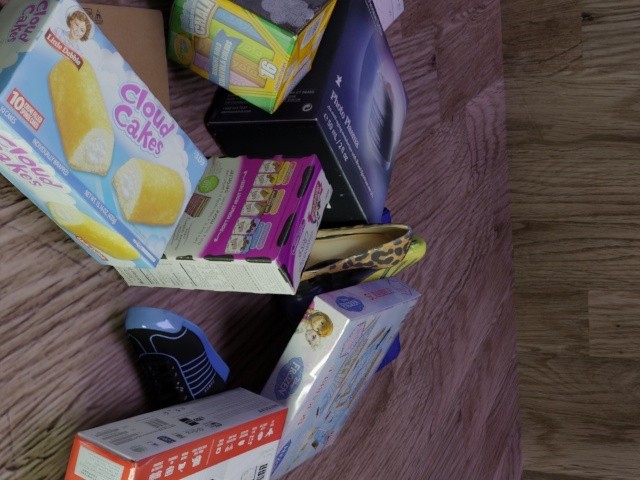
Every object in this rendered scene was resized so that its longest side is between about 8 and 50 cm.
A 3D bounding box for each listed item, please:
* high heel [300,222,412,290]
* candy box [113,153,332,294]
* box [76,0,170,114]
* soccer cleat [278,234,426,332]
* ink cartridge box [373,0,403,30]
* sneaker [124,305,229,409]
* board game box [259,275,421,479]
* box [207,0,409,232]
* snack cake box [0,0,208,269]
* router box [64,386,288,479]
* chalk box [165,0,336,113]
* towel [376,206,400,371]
[{"bbox_3d":[0.000,0.000,1.309,0.261,0.186,0.093,13,55,-34],"label":"high heel"},{"bbox_3d":[-0.120,-0.022,1.056,0.071,0.233,0.159,64,37,-46],"label":"candy box"},{"bbox_3d":[-0.241,-0.189,1.034,0.201,0.021,0.165,-24,113,-64],"label":"box"},{"bbox_3d":[0.056,0.068,1.510,0.289,0.093,0.121,-23,119,-26],"label":"soccer cleat"},{"bbox_3d":[0.099,-0.531,1.737,0.189,0.066,0.232,-54,143,-51],"label":"ink cartridge box"},{"bbox_3d":[-0.180,0.166,1.120,0.232,0.081,0.091,57,36,-52],"label":"sneaker"},{"bbox_3d":[0.007,0.214,1.379,0.319,0.066,0.318,-61,161,14],"label":"board game box"},{"bbox_3d":[0.000,-0.202,1.381,0.296,0.182,0.294,59,38,-51],"label":"box"},{"bbox_3d":[-0.241,-0.105,0.915,0.264,0.089,0.152,53,52,-46],"label":"snack cake box"},{"bbox_3d":[-0.181,0.347,1.041,0.335,0.082,0.301,0,106,-65],"label":"router box"},{"bbox_3d":[-0.111,-0.288,1.139,0.132,0.213,0.132,-55,172,-43],"label":"chalk box"},{"bbox_3d":[0.060,0.110,1.657,0.227,0.076,0.308,-27,117,-46],"label":"towel"}]
